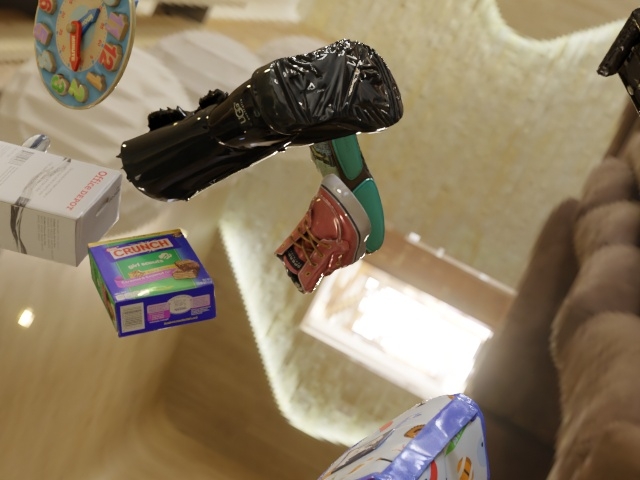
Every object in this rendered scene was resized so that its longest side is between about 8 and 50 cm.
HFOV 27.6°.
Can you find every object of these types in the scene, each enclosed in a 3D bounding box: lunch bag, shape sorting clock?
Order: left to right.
[{"bbox_3d":[-0.306,-0.270,1.659,0.040,0.206,0.206,-2,-56,-51],"label":"shape sorting clock"},{"bbox_3d":[0.080,0.412,1.765,0.328,0.239,0.385,-31,-36,-61],"label":"lunch bag"}]

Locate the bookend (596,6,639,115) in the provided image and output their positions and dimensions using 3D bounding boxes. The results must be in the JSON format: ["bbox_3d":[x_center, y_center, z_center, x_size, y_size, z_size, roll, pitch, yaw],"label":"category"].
[{"bbox_3d":[0.310,-0.114,1.085,0.072,0.156,0.157,-25,-9,-3],"label":"bookend"}]

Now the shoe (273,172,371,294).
[{"bbox_3d":[0.000,0.000,1.291,0.081,0.063,0.178,-37,-17,-11],"label":"shoe"}]

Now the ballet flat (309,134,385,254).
[{"bbox_3d":[0.027,-0.071,1.543,0.070,0.070,0.188,-54,-45,-51],"label":"ballet flat"}]

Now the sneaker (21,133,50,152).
[{"bbox_3d":[-0.398,-0.085,1.805,0.052,0.058,0.135,86,-159,-63],"label":"sneaker"}]

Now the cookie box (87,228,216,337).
[{"bbox_3d":[-0.153,0.036,1.170,0.107,0.092,0.040,-129,34,-53],"label":"cookie box"}]

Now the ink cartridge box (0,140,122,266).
[{"bbox_3d":[-0.292,-0.039,1.327,0.109,0.150,0.063,-60,-18,-55],"label":"ink cartridge box"}]

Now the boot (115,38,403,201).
[{"bbox_3d":[-0.058,-0.115,1.284,0.207,0.094,0.246,-21,-2,34],"label":"boot"}]
